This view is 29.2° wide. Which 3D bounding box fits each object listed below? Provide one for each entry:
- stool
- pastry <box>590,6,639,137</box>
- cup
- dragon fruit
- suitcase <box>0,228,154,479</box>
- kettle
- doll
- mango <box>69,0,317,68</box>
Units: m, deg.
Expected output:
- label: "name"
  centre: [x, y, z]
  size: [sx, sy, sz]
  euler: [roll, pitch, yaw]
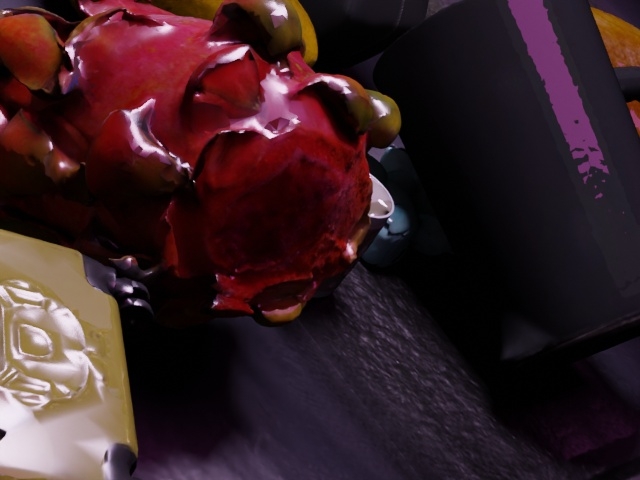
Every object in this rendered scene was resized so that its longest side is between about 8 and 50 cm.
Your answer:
- label: "stool"
  centre: [0.009, -0.302, 1.327]
  size: [0.141, 0.232, 0.232]
  euler: [-3, 46, -48]
- label: "pastry"
  centre: [0.293, -0.111, 1.322]
  size: [0.356, 0.164, 0.356]
  euler: [11, 48, -13]
- label: "cup"
  centre: [0.007, 0.002, 0.999]
  size: [0.074, 0.099, 0.102]
  euler: [17, 34, -25]
- label: "dragon fruit"
  centre: [-0.114, -0.069, 0.821]
  size: [0.307, 0.228, 0.243]
  euler: [25, -11, -21]
- label: "suitcase"
  centre: [-0.202, 0.092, 0.625]
  size: [0.234, 0.143, 0.194]
  euler: [17, 35, -29]
- label: "kettle"
  centre: [0.212, -0.051, 1.107]
  size: [0.262, 0.203, 0.308]
  euler: [-4, 69, -54]
- label: "doll"
  centre: [0.075, -0.041, 1.168]
  size: [0.158, 0.059, 0.159]
  euler: [6, 39, -36]
- label: "mango"
  centre: [-0.122, -0.226, 1.156]
  size: [0.262, 0.167, 0.130]
  euler: [36, 44, -3]
